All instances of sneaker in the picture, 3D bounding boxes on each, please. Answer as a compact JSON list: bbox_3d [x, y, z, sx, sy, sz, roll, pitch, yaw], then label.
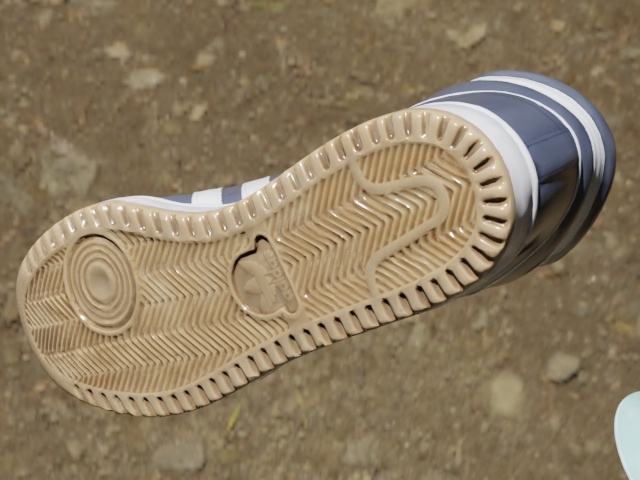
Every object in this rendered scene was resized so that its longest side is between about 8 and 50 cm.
[{"bbox_3d":[0.000,0.000,0.668,0.153,0.282,0.099,-23,94,-53],"label":"sneaker"}]

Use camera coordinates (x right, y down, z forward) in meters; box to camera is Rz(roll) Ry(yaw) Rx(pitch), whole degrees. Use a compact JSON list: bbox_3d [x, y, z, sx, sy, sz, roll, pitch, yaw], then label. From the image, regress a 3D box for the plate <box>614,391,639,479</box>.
[{"bbox_3d":[0.341,0.208,1.323,0.188,0.024,0.188,25,39,-22],"label":"plate"}]
